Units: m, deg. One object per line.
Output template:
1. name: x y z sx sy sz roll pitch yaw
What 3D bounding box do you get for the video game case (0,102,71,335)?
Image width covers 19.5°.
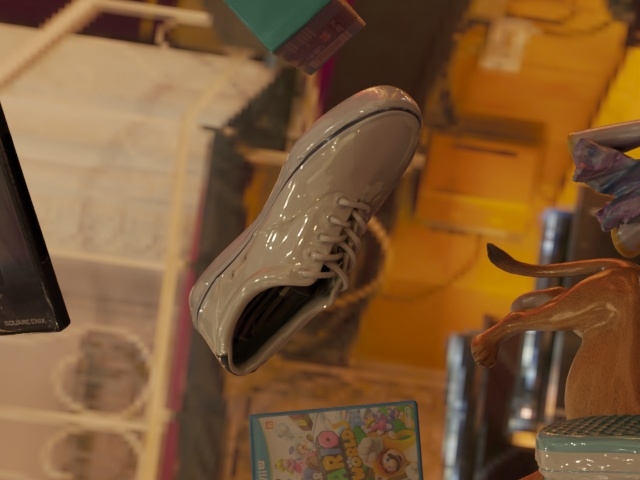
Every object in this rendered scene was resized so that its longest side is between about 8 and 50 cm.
1. video game case: -0.364 -0.033 1.797 0.026 0.196 0.274 -48 -53 -56

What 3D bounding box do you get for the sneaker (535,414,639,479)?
1. sneaker: 0.325 0.251 1.475 0.127 0.319 0.208 -8 -82 -56

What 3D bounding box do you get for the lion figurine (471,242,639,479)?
1. lion figurine: 0.277 0.140 1.753 0.240 0.142 0.392 -25 61 31

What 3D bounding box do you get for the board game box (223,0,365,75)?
1. board game box: -0.108 -0.307 1.694 0.079 0.336 0.254 -42 -4 6

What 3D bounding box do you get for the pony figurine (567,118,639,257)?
1. pony figurine: 0.424 -0.100 1.760 0.363 0.351 0.303 -22 59 37

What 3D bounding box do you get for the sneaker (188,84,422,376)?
1. sneaker: 0.000 0.000 1.429 0.258 0.094 0.091 -53 42 22

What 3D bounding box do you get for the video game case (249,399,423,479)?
1. video game case: 0.016 0.221 1.811 0.015 0.166 0.119 62 -157 -73
